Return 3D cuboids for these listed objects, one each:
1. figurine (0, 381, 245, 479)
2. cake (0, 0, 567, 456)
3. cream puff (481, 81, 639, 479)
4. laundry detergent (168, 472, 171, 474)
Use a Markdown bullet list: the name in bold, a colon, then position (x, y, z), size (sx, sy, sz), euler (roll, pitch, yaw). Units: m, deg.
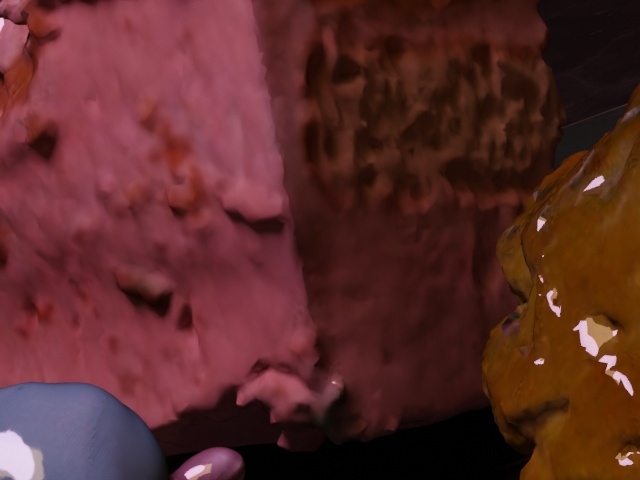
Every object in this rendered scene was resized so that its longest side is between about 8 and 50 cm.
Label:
- **figurine**: position (-0.104, 0.133, 0.465), size (0.205, 0.102, 0.260), euler (-17, 23, 33)
- **cake**: position (-0.046, -0.042, 0.907), size (0.314, 0.306, 0.293), euler (-7, 7, 40)
- **cream puff**: position (0.180, 0.043, 0.660), size (0.244, 0.196, 0.244), euler (-47, 19, 22)
- **laundry detergent**: position (-0.201, 0.187, 0.859), size (0.253, 0.091, 0.181), euler (-11, 18, 29)
